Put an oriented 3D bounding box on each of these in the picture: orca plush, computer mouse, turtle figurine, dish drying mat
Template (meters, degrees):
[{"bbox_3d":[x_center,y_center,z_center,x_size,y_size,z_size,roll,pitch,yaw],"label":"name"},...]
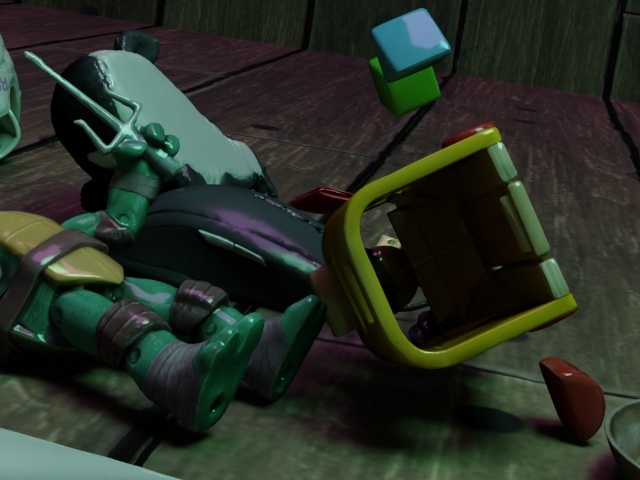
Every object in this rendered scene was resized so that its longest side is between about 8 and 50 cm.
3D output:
[{"bbox_3d":[-0.132,-0.064,0.997,0.102,0.151,0.287,-26,0,12],"label":"orca plush"},{"bbox_3d":[0.000,0.000,0.883,0.262,0.060,0.184,13,14,19],"label":"computer mouse"},{"bbox_3d":[-0.122,0.004,0.660,0.234,0.118,0.175,29,34,18],"label":"turtle figurine"},{"bbox_3d":[0.003,-0.026,0.898,0.032,0.008,0.083,14,-8,-13],"label":"dish drying mat"}]

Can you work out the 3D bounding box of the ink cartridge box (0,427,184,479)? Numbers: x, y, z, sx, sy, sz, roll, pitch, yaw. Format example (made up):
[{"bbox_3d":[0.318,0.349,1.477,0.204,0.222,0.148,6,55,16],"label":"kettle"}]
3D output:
[{"bbox_3d":[-0.075,0.120,0.290,0.296,0.066,0.261,12,12,17],"label":"ink cartridge box"}]

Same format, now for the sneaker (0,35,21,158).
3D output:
[{"bbox_3d":[-0.321,-0.122,1.151,0.114,0.152,0.305,-27,4,-19],"label":"sneaker"}]

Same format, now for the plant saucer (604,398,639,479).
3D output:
[{"bbox_3d":[0.206,0.110,0.605,0.168,0.029,0.168,7,12,-2],"label":"plant saucer"}]

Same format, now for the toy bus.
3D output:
[{"bbox_3d":[0.048,0.012,0.688,0.104,0.202,0.191,-24,43,-6],"label":"toy bus"}]
